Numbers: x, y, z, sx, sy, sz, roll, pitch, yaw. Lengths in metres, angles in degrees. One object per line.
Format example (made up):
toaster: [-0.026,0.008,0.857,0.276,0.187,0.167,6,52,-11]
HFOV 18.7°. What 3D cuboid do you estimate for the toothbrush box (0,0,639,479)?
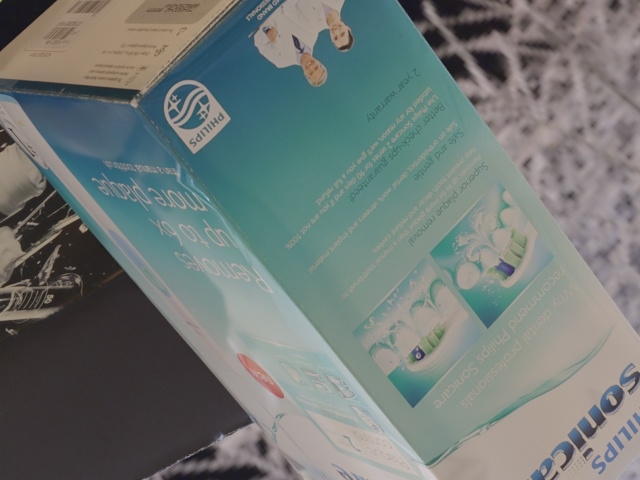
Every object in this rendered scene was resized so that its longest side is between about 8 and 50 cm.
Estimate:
toothbrush box: [0.000,0.000,0.917,0.126,0.216,0.295,-46,-65,-16]

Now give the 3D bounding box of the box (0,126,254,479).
box: [-0.233,0.045,1.489,0.312,0.343,0.179,-28,-55,3]
